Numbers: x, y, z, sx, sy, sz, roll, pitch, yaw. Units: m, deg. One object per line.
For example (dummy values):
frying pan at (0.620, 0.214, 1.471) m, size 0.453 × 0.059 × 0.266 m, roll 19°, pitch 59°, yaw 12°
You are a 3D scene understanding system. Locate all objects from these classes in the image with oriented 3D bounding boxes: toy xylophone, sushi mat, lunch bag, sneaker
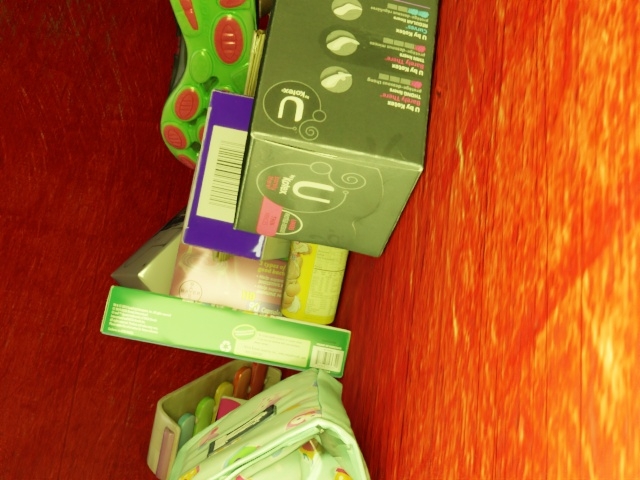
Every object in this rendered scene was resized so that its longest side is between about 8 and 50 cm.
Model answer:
toy xylophone at (-0.198, 0.332, 1.799) m, size 0.323 × 0.081 × 0.236 m, roll -32°, pitch -41°, yaw -49°
sushi mat at (-0.090, -0.132, 1.383) m, size 0.151 × 0.019 × 0.316 m, roll -39°, pitch -37°, yaw -70°
lunch bag at (-0.050, 0.226, 0.757) m, size 0.223 × 0.160 × 0.262 m, roll -148°, pitch 80°, yaw -88°
sneaker at (-0.164, -0.323, 1.668) m, size 0.202 × 0.185 × 0.482 m, roll -81°, pitch 0°, yaw -52°

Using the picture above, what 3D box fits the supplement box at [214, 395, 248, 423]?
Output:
supplement box at (-0.124, 0.341, 1.610) m, size 0.220 × 0.114 × 0.111 m, roll 113°, pitch 169°, yaw -59°

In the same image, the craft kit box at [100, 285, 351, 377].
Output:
craft kit box at (-0.106, 0.104, 1.131) m, size 0.246 × 0.250 × 0.060 m, roll 132°, pitch 149°, yaw -79°

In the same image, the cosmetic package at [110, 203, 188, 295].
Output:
cosmetic package at (-0.182, -0.035, 1.779) m, size 0.377 × 0.097 × 0.284 m, roll -45°, pitch 15°, yaw -17°

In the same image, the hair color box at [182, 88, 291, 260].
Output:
hair color box at (-0.057, -0.078, 1.301) m, size 0.339 × 0.110 × 0.185 m, roll -3°, pitch -75°, yaw -75°

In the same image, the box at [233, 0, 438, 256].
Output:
box at (0.017, -0.147, 0.905) m, size 0.165 × 0.143 × 0.270 m, roll 109°, pitch 171°, yaw -61°

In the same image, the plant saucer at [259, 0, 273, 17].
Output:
plant saucer at (-0.066, -0.477, 1.451) m, size 0.310 × 0.050 × 0.310 m, roll 179°, pitch 90°, yaw -88°

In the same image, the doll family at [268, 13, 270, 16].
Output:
doll family at (-0.014, -0.332, 1.588) m, size 0.118 × 0.163 × 0.262 m, roll 110°, pitch 170°, yaw -63°

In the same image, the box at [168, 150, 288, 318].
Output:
box at (-0.105, 0.008, 1.551) m, size 0.117 × 0.214 × 0.242 m, roll 138°, pitch 144°, yaw -83°

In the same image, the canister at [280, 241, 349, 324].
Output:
canister at (0.000, 0.000, 1.187) m, size 0.126 × 0.073 × 0.169 m, roll -90°, pitch 11°, yaw -73°
